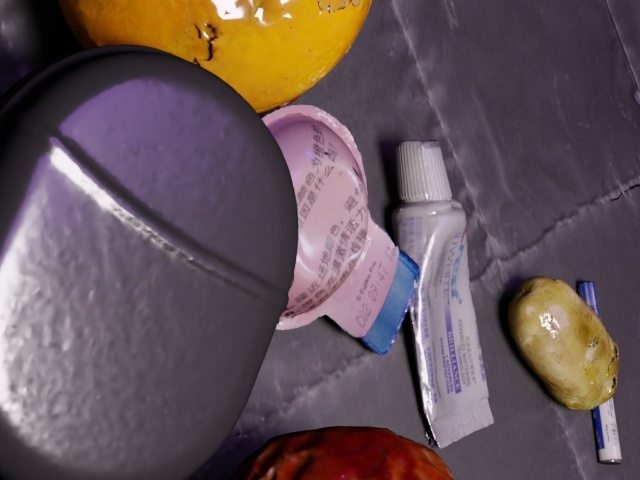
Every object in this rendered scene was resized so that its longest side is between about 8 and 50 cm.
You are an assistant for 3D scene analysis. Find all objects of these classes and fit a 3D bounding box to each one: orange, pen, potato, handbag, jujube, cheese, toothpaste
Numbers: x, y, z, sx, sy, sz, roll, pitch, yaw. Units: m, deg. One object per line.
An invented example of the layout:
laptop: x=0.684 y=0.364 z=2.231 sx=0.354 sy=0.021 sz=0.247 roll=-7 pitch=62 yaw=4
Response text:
orange: x=-0.079 y=-0.210 z=1.022 sx=0.246 sy=0.246 sz=0.246 roll=23 pitch=58 yaw=-45
pen: x=0.302 y=0.143 z=1.520 sx=0.025 sy=0.025 sz=0.204 roll=16 pitch=63 yaw=-48
potato: x=0.252 y=0.106 z=1.428 sx=0.170 sy=0.080 sz=0.107 roll=48 pitch=31 yaw=-26
handbag: x=-0.130 y=0.027 z=0.899 sx=0.254 sy=0.093 sz=0.308 roll=32 pitch=72 yaw=-33
jujube: x=0.026 y=0.249 z=0.979 sx=0.213 sy=0.213 sz=0.232 roll=16 pitch=63 yaw=-47
cheese: x=0.000 y=0.000 z=1.144 sx=0.286 sy=0.074 sz=0.189 roll=40 pitch=68 yaw=-46
toothpaste: x=0.110 y=0.045 z=1.298 sx=0.099 sy=0.068 sz=0.282 roll=-10 pitch=90 yaw=-25

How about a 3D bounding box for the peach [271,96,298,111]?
peach: x=-0.037 y=-0.163 z=1.189 sx=0.098 sy=0.061 sz=0.098 roll=35 pitch=44 yaw=-44
